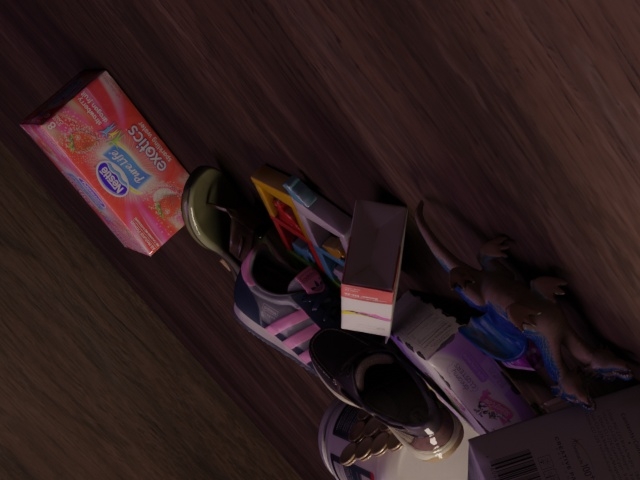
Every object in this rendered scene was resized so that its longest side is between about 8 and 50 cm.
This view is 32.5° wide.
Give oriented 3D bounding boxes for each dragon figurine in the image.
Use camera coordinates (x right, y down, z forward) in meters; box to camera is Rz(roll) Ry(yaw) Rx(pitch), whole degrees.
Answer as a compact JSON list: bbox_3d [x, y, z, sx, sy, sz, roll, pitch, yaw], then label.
[{"bbox_3d":[0.201,0.075,1.193,0.289,0.085,0.144,32,159,33],"label":"dragon figurine"}]

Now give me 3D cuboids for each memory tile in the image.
[{"bbox_3d":[0.088,0.259,1.545,0.012,0.113,0.148,38,143,-18],"label":"memory tile"}]

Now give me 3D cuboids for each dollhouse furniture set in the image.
[{"bbox_3d":[0.309,0.229,1.410,0.076,0.058,0.151,52,144,1],"label":"dollhouse furniture set"}]

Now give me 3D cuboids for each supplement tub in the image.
[{"bbox_3d":[0.123,0.320,1.673,0.191,0.191,0.272,50,164,-15],"label":"supplement tub"}]

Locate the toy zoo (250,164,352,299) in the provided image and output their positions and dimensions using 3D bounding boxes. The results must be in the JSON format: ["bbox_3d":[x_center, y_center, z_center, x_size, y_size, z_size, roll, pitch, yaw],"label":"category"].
[{"bbox_3d":[0.000,0.000,1.589,0.192,0.030,0.293,33,160,35],"label":"toy zoo"}]

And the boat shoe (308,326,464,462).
[{"bbox_3d":[0.077,0.187,1.483,0.285,0.103,0.092,39,164,44],"label":"boat shoe"}]

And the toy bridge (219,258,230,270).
[{"bbox_3d":[-0.137,0.048,2.038,0.063,0.026,0.188,47,164,-11],"label":"toy bridge"}]

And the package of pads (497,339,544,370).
[{"bbox_3d":[0.237,0.132,1.336,0.050,0.032,0.083,46,164,-14],"label":"package of pads"}]

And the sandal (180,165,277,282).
[{"bbox_3d":[-0.117,-0.007,1.759,0.086,0.120,0.303,-6,135,36],"label":"sandal"}]

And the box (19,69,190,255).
[{"bbox_3d":[-0.357,-0.135,1.910,0.300,0.154,0.142,54,162,-24],"label":"box"}]

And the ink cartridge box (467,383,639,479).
[{"bbox_3d":[0.318,0.296,1.282,0.309,0.272,0.130,78,174,-61],"label":"ink cartridge box"}]

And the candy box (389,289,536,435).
[{"bbox_3d":[0.173,0.165,1.443,0.165,0.070,0.196,51,173,-19],"label":"candy box"}]

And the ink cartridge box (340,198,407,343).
[{"bbox_3d":[0.065,0.045,1.372,0.067,0.115,0.198,9,156,6],"label":"ink cartridge box"}]

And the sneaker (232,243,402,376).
[{"bbox_3d":[-0.002,0.115,1.648,0.319,0.112,0.131,25,127,24],"label":"sneaker"}]
